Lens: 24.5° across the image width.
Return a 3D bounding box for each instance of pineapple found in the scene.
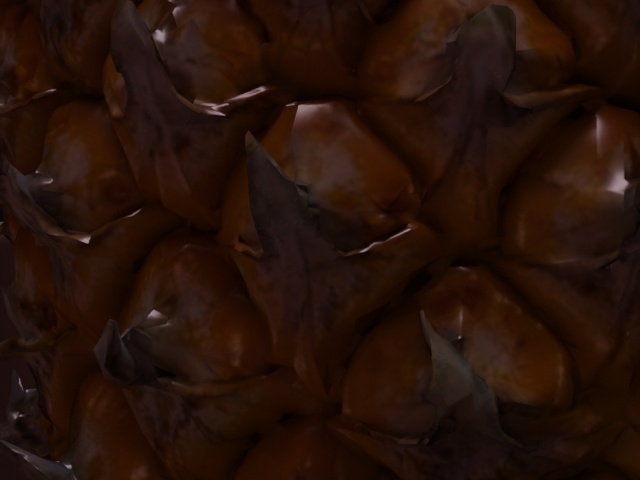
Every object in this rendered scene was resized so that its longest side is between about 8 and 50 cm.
[{"bbox_3d":[0.051,-0.014,0.504,0.352,0.300,0.352,-15,-7,-2],"label":"pineapple"}]

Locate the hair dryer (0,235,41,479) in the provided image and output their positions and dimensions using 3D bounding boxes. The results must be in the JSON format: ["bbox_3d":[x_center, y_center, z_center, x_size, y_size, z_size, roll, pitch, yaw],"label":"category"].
[{"bbox_3d":[-0.192,0.050,0.786,0.106,0.189,0.344,-2,9,-8],"label":"hair dryer"}]
